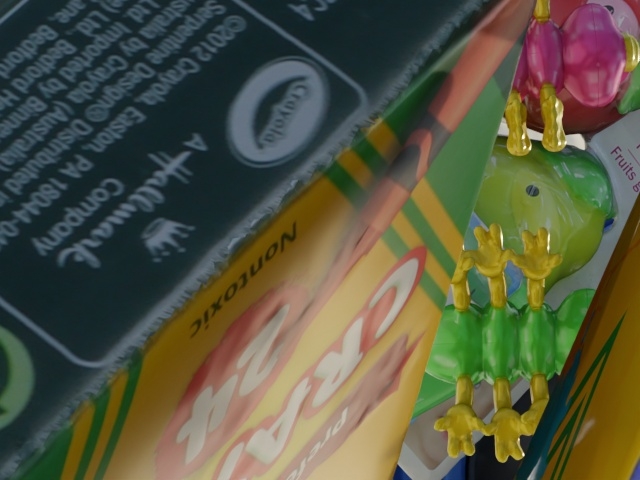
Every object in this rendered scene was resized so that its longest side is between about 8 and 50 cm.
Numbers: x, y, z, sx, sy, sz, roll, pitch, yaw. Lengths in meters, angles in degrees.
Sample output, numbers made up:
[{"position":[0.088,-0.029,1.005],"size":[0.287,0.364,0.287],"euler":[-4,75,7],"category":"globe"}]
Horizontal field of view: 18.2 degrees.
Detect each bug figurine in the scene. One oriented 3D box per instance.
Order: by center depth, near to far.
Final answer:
[{"position":[0.143,-0.018,0.809],"size":[0.072,0.216,0.279],"euler":[66,24,-85],"category":"bug figurine"}]

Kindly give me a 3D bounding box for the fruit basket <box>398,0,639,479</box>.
[{"position":[0.094,-0.084,1.095],"size":[0.327,0.353,0.165],"euler":[51,-2,-22],"category":"fruit basket"}]

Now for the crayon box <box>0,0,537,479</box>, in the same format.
[{"position":[-0.058,0.066,0.498],"size":[0.081,0.202,0.318],"euler":[36,-29,15],"category":"crayon box"}]

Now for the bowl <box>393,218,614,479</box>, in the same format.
[{"position":[0.226,0.091,1.198],"size":[0.077,0.391,0.391],"euler":[53,12,-41],"category":"bowl"}]

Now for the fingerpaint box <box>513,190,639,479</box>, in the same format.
[{"position":[0.213,0.231,0.439],"size":[0.445,0.371,0.163],"euler":[22,22,2],"category":"fingerpaint box"}]
